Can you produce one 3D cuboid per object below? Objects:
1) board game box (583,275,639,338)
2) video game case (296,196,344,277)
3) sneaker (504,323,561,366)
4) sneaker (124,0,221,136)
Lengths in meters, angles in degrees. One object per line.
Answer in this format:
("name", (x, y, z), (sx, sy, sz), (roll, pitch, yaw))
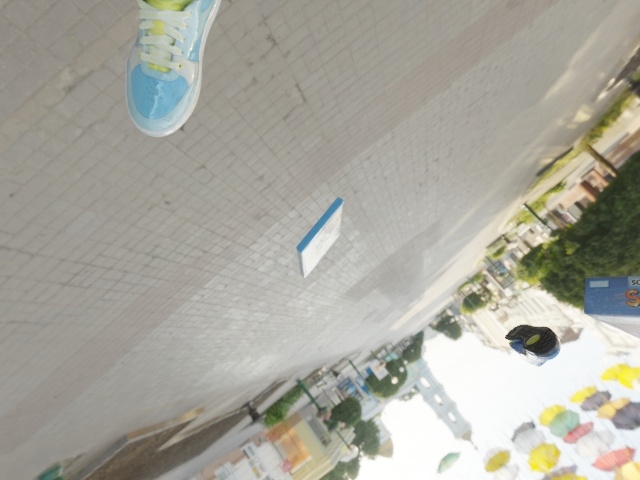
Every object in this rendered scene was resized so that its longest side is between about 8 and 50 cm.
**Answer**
("board game box", (0.338, 0.057, 0.324), (0.136, 0.035, 0.201), (21, 162, -30))
("video game case", (0.000, 0.000, 0.799), (0.119, 0.015, 0.166), (-50, 167, -16))
("sneaker", (0.466, 0.231, 0.914), (0.069, 0.082, 0.209), (-38, 172, 0))
("sneaker", (-0.237, -0.328, 0.634), (0.208, 0.127, 0.318), (165, -63, -83))
